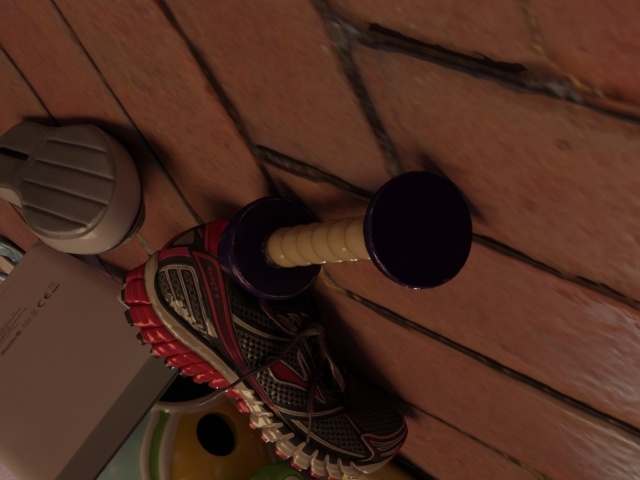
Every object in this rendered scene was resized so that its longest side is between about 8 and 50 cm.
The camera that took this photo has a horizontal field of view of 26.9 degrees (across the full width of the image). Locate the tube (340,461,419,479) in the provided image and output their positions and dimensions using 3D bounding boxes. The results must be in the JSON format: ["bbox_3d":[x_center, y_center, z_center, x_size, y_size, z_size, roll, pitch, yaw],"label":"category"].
[{"bbox_3d":[0.072,0.255,1.355,0.240,0.062,0.070,37,143,10],"label":"tube"}]

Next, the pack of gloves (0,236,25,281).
[{"bbox_3d":[-0.391,0.092,1.902,0.232,0.046,0.195,39,160,5],"label":"pack of gloves"}]

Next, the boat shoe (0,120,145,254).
[{"bbox_3d":[-0.216,-0.045,1.208,0.094,0.109,0.302,34,176,-32],"label":"boat shoe"}]

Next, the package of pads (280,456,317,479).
[{"bbox_3d":[-0.032,0.309,1.719,0.050,0.032,0.083,39,161,12],"label":"package of pads"}]

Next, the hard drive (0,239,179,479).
[{"bbox_3d":[-0.303,0.139,1.510,0.353,0.233,0.047,22,161,52],"label":"hard drive"}]

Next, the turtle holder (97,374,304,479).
[{"bbox_3d":[-0.163,0.284,1.588,0.320,0.243,0.227,-134,42,-67],"label":"turtle holder"}]

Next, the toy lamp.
[{"bbox_3d":[0.000,0.000,0.904,0.080,0.080,0.275,46,158,-15],"label":"toy lamp"}]

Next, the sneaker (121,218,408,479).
[{"bbox_3d":[-0.027,0.101,1.142,0.299,0.112,0.120,39,-154,-29],"label":"sneaker"}]

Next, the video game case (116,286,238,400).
[{"bbox_3d":[-0.092,0.113,1.306,0.212,0.023,0.193,39,-177,4],"label":"video game case"}]
